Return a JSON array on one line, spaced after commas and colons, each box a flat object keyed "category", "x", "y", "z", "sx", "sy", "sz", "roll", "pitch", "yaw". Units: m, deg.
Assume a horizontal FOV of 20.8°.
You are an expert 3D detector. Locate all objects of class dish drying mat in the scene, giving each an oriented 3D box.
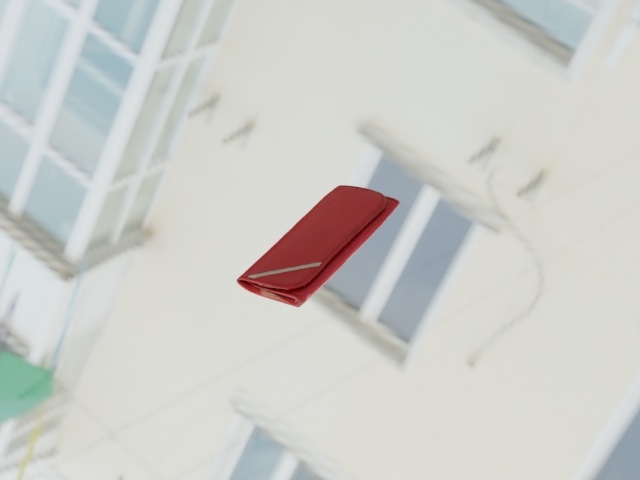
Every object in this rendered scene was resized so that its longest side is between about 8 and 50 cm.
[{"category": "dish drying mat", "x": 0.000, "y": 0.000, "z": 0.720, "sx": 0.032, "sy": 0.008, "sz": 0.083, "roll": 14, "pitch": -143, "yaw": 27}]
